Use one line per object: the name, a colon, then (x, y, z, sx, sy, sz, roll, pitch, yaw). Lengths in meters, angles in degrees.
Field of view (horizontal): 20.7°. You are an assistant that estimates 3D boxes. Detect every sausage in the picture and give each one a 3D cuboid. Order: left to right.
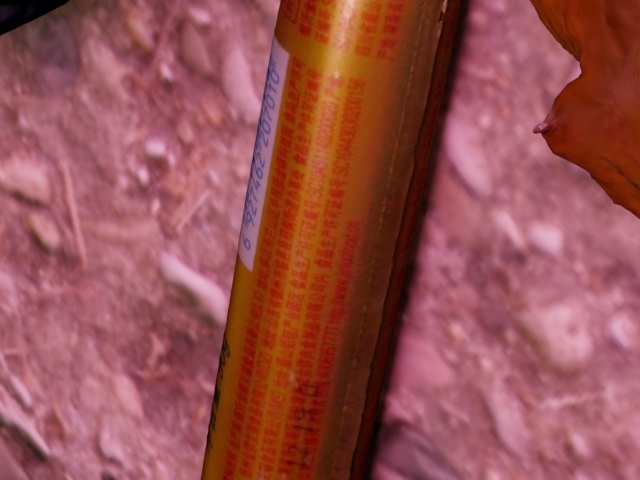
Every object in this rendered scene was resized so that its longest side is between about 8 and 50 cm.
sausage: (0.000, 0.000, 0.710, 0.082, 0.082, 0.371, 29, 123, 31)

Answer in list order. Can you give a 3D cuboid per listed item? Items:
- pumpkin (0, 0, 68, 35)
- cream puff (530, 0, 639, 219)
pumpkin: (-0.193, -0.240, 0.664, 0.363, 0.266, 0.363, 16, 117, 33)
cream puff: (0.169, -0.094, 0.473, 0.269, 0.155, 0.241, 36, 122, 36)
